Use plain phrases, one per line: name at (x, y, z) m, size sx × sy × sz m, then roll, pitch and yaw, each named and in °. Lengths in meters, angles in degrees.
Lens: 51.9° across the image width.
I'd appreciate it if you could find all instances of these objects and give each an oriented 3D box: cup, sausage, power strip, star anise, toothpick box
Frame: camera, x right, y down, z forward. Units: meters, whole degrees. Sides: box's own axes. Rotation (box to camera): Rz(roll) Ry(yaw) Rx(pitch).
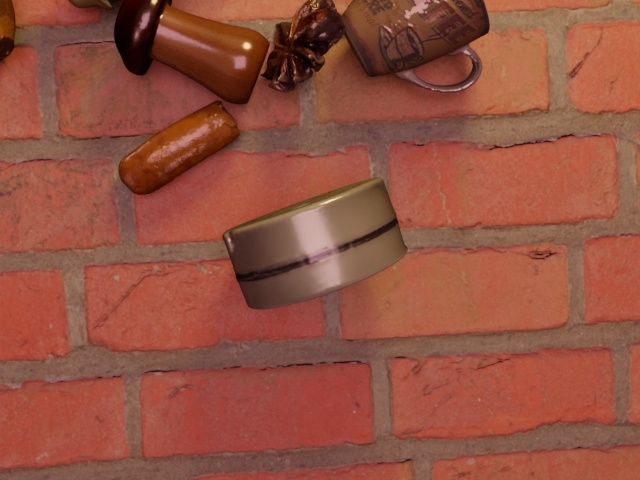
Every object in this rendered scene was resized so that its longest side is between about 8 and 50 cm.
cup at (0.196, -0.421, 1.344) m, size 0.257 × 0.227 × 0.301 m, roll -30°, pitch 109°, yaw 11°
sausage at (-0.297, -0.188, 1.370) m, size 0.270 × 0.109 × 0.109 m, roll -31°, pitch 95°, yaw 2°
power strip at (0.000, 0.000, 1.286) m, size 0.357 × 0.357 × 0.162 m, roll -20°, pitch 96°, yaw -2°
star anise at (-0.034, -0.394, 1.331) m, size 0.099 × 0.220 × 0.214 m, roll 27°, pitch 99°, yaw -31°
toothpick box at (-0.261, -0.390, 1.320) m, size 0.294 × 0.192 × 0.192 m, roll 22°, pitch 92°, yaw -10°

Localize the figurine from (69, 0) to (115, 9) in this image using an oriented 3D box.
figurine at (-0.407, -0.562, 1.315) m, size 0.180 × 0.154 × 0.262 m, roll 31°, pitch 62°, yaw 24°

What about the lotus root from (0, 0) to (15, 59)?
lotus root at (-0.690, -0.441, 1.281) m, size 0.188 × 0.199 × 0.180 m, roll -35°, pitch 90°, yaw 6°
